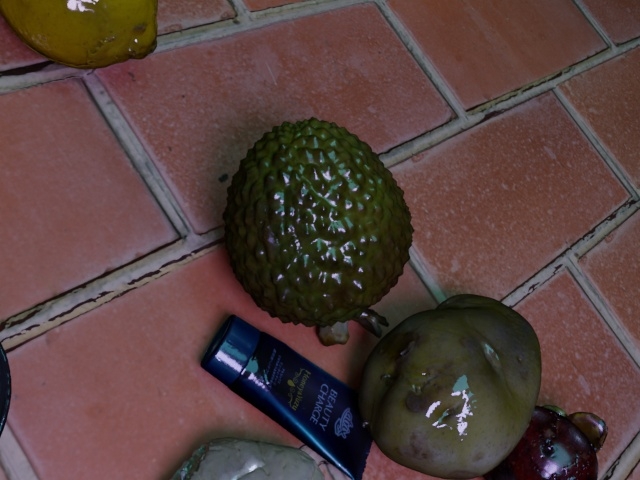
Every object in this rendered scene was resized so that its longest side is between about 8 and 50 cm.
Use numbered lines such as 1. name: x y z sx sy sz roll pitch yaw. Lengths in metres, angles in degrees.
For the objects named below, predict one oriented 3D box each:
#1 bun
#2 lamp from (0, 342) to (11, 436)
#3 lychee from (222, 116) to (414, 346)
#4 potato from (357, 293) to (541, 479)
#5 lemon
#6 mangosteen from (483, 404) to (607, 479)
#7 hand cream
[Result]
1. bun: -0.078 0.328 0.758 0.221 0.134 0.220 13 59 -23
2. lamp: -0.391 0.175 0.586 0.205 0.272 0.374 7 41 -25
3. lychee: -0.001 -0.010 0.904 0.270 0.319 0.269 4 54 -5
4. potato: 0.195 0.182 0.934 0.351 0.218 0.202 -25 109 -46
5. lemon: -0.342 -0.348 0.934 0.260 0.204 0.204 36 53 -11
6. mangosteen: 0.324 0.311 0.973 0.180 0.166 0.166 -19 75 -38
7. hand cream: -0.033 0.208 0.905 0.271 0.061 0.120 38 48 -15
